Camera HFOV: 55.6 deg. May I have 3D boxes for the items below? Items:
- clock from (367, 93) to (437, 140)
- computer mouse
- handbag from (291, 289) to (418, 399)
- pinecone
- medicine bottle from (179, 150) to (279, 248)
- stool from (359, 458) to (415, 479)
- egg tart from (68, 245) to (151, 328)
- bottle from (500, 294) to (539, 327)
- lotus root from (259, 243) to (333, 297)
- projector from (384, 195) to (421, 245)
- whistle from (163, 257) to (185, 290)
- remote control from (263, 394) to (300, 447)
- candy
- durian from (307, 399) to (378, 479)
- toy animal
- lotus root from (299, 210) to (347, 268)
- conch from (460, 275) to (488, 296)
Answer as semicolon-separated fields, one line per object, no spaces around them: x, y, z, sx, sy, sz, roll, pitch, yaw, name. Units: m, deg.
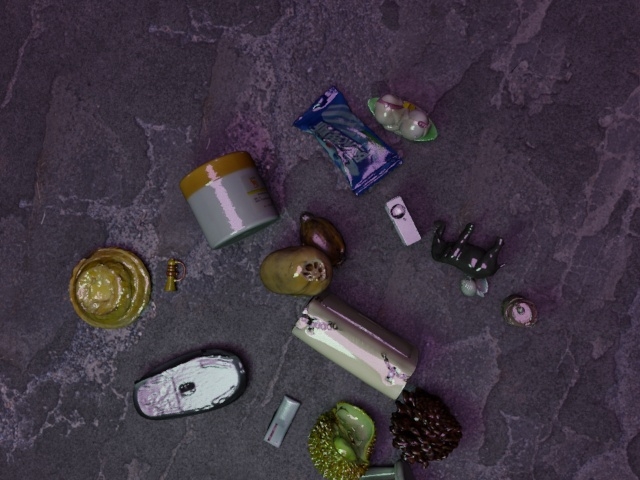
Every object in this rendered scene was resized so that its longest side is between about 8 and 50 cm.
0.245;-0.365;1.808;0.231;0.144;0.103;27;93;8;clock
-0.413;0.461;1.943;0.374;0.114;0.203;-14;86;1;computer mouse
0.104;0.309;1.796;0.359;0.237;0.160;32;94;7;handbag
0.298;0.558;1.784;0.222;0.221;0.221;0;91;9;pinecone
-0.275;-0.120;1.849;0.238;0.238;0.231;-27;89;8;medicine bottle
0.187;0.776;1.811;0.199;0.195;0.195;-20;88;10;stool
-0.703;0.156;1.985;0.291;0.115;0.290;0;89;9;egg tart
0.580;0.210;1.760;0.099;0.152;0.098;0;91;8;bottle
-0.086;0.091;1.806;0.169;0.343;0.151;13;81;-27;lotus root
0.247;-0.056;1.827;0.061;0.115;0.147;-27;86;7;projector
-0.479;0.114;1.984;0.057;0.046;0.109;7;86;23;whistle
-0.126;0.579;1.940;0.065;0.029;0.166;26;95;7;remote control
0.080;-0.305;1.871;0.187;0.077;0.331;-40;82;5;candy
0.062;0.610;1.818;0.200;0.236;0.176;34;125;-16;durian
0.425;0.022;1.788;0.245;0.115;0.146;31;93;39;toy animal
0.000;0.000;1.864;0.120;0.120;0.209;-37;88;8;lotus root
0.460;0.134;1.827;0.085;0.057;0.076;33;85;-32;conch
